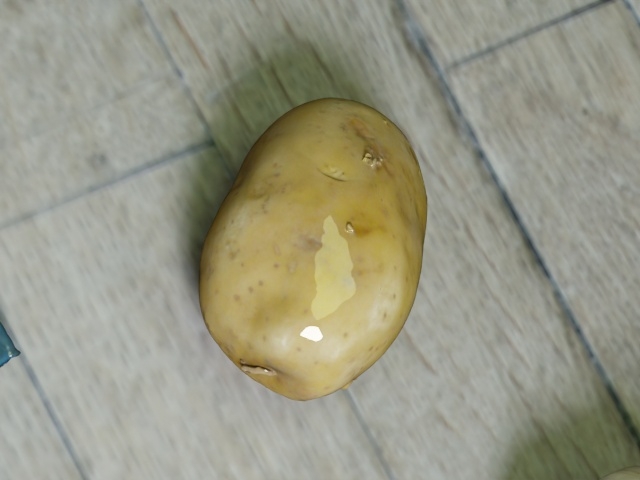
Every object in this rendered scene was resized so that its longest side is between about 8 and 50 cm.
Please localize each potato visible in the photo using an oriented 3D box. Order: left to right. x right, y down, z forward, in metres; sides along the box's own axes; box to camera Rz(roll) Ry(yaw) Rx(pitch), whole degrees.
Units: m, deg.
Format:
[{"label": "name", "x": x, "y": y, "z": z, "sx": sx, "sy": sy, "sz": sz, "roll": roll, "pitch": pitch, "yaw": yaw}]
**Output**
[{"label": "potato", "x": 0.000, "y": 0.000, "z": 1.067, "sx": 0.118, "sy": 0.109, "sz": 0.178, "roll": 18, "pitch": 56, "yaw": 3}]

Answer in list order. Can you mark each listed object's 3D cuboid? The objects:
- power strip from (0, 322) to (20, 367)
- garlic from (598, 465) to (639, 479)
[{"label": "power strip", "x": -0.213, "y": 0.066, "z": 0.972, "sx": 0.123, "sy": 0.032, "sz": 0.056, "roll": -34, "pitch": 89, "yaw": -34}, {"label": "garlic", "x": 0.211, "y": 0.201, "z": 1.034, "sx": 0.199, "sy": 0.226, "sz": 0.199, "roll": 7, "pitch": 72, "yaw": -21}]
